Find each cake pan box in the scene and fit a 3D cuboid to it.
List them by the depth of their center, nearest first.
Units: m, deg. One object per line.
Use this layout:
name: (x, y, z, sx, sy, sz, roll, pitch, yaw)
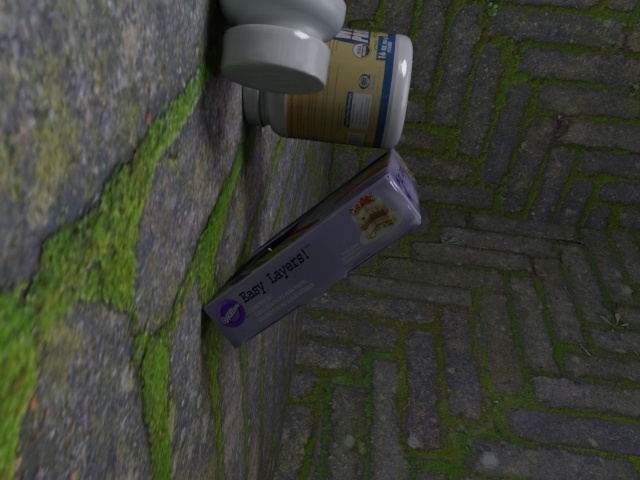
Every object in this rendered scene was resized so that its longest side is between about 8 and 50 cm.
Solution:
cake pan box: (0.000, 0.000, 0.682, 0.070, 0.266, 0.246, 53, 18, -5)

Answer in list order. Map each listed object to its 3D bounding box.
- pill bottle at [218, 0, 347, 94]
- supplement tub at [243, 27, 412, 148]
pill bottle: (-0.031, -0.260, 0.519, 0.121, 0.121, 0.222, -7, 104, -87)
supplement tub: (0.010, -0.200, 0.713, 0.144, 0.199, 0.145, 7, 90, -88)
